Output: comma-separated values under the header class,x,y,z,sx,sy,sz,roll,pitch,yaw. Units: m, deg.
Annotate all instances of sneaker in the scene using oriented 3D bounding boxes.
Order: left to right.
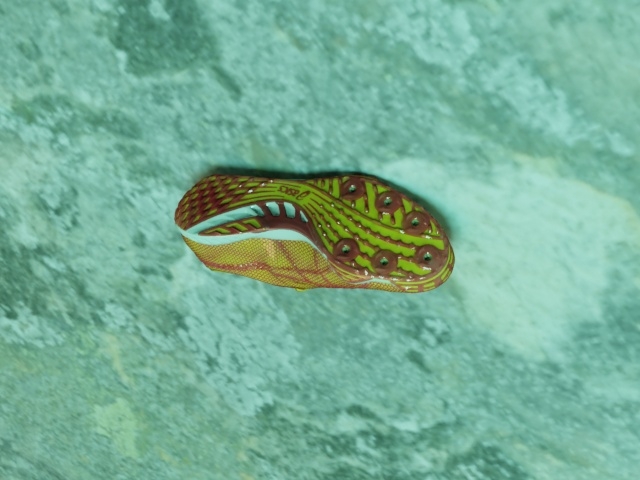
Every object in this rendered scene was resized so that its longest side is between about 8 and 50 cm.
class,x,y,z,sx,sy,sz,roll,pitch,yaw
sneaker,0.000,0.000,0.690,0.175,0.064,0.067,12,153,32
